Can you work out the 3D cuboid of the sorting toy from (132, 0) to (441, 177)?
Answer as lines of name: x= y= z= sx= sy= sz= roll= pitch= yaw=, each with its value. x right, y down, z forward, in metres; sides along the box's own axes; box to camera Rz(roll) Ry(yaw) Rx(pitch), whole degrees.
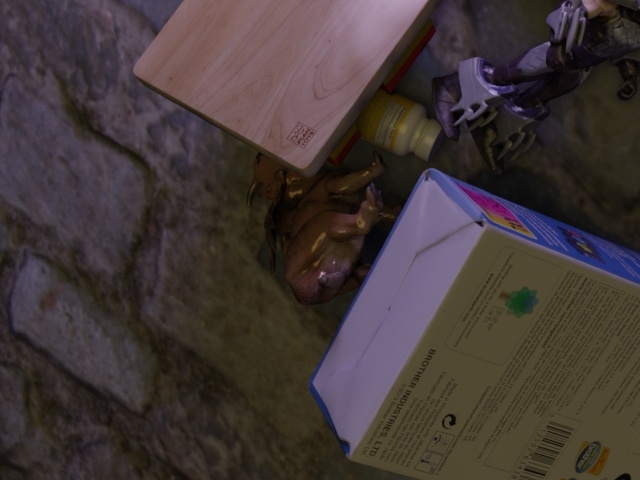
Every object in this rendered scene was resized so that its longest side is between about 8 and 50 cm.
sorting toy: x=-0.027 y=-0.213 z=1.294 sx=0.255 sy=0.089 sz=0.257 roll=31 pitch=80 yaw=27

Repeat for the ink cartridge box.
ink cartridge box: x=0.228 y=0.127 z=1.189 sx=0.395 sy=0.151 sz=0.270 roll=21 pitch=109 yaw=-24

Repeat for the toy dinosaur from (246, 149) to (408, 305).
toy dinosaur: x=0.000 y=0.000 z=1.298 sx=0.200 sy=0.295 sz=0.127 roll=-22 pitch=121 yaw=22

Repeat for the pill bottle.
pill bottle: x=0.080 y=-0.133 z=1.328 sx=0.116 sy=0.065 sz=0.065 roll=27 pitch=106 yaw=12

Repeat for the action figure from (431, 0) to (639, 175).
action figure: x=0.258 y=-0.184 z=1.216 sx=0.285 sy=0.185 sz=0.099 roll=-33 pitch=54 yaw=34
